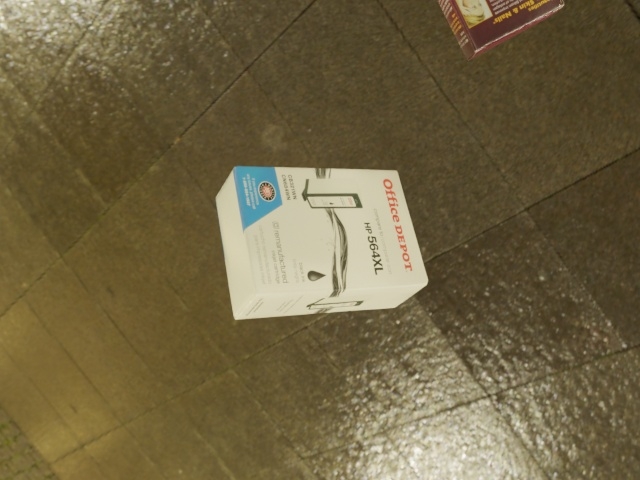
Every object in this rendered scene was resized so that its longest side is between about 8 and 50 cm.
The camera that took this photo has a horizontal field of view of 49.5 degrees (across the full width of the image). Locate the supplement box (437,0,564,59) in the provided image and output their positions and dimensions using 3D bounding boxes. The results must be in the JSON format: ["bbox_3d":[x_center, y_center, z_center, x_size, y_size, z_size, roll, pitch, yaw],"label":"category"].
[{"bbox_3d":[0.168,-0.307,0.754,0.104,0.081,0.188,-27,95,8],"label":"supplement box"}]

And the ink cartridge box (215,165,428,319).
[{"bbox_3d":[0.000,0.000,0.770,0.086,0.203,0.148,132,130,-56],"label":"ink cartridge box"}]
